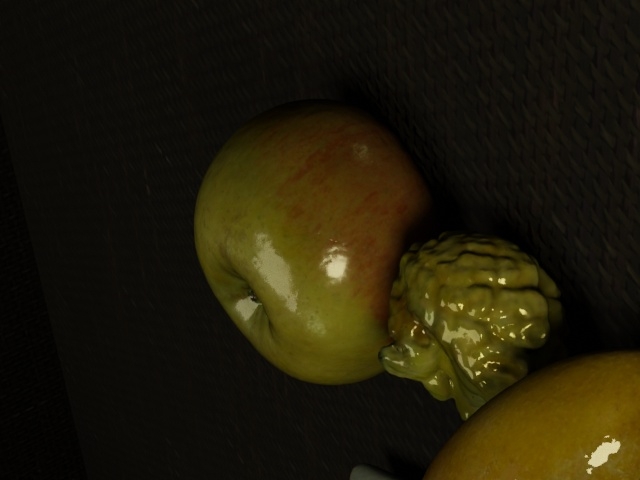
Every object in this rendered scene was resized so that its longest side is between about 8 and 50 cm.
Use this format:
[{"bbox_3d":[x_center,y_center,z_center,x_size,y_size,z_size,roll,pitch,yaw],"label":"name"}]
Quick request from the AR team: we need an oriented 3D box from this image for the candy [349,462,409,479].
[{"bbox_3d":[0.095,0.317,2.117,0.174,0.071,0.138,8,122,68],"label":"candy"}]

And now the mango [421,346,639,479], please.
[{"bbox_3d":[0.185,0.219,1.515,0.384,0.221,0.199,114,166,-48],"label":"mango"}]

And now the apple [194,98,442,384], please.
[{"bbox_3d":[0.000,0.000,1.755,0.261,0.194,0.261,46,155,29],"label":"apple"}]

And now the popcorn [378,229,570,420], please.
[{"bbox_3d":[0.135,0.075,1.595,0.173,0.142,0.173,23,130,30],"label":"popcorn"}]
